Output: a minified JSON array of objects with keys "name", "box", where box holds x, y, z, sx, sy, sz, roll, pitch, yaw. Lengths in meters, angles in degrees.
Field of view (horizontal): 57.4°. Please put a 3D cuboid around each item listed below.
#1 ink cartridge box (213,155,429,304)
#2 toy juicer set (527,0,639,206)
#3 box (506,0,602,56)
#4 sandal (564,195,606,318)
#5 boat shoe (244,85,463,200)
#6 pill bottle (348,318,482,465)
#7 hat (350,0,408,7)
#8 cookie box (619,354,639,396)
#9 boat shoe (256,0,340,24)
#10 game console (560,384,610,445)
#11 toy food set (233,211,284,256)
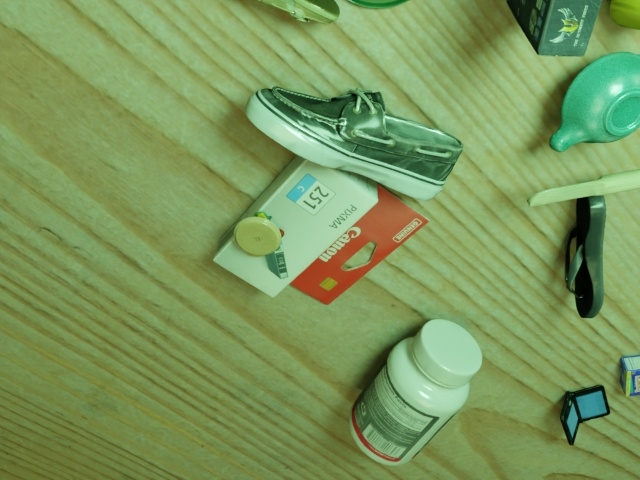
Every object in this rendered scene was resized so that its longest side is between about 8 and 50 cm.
[{"name":"ink cartridge box","box":[0.000,0.000,1.028,0.261,0.066,0.296,33,125,-20]},{"name":"toy juicer set","box":[0.440,-0.189,0.832,0.209,0.089,0.329,7,123,-18]},{"name":"box","box":[0.271,-0.348,0.640,0.059,0.183,0.233,3,131,2]},{"name":"sandal","box":[0.444,0.020,1.000,0.054,0.097,0.255,-8,118,10]},{"name":"boat shoe","box":[0.058,-0.170,0.864,0.335,0.121,0.119,16,122,-23]},{"name":"pill bottle","box":[0.194,0.310,1.200,0.176,0.176,0.318,18,129,-11]},{"name":"hat","box":[0.063,-0.338,0.662,0.173,0.184,0.208,-21,125,21]},{"name":"cookie box","box":[0.693,0.281,1.227,0.107,0.040,0.092,-11,129,14]},{"name":"boat shoe","box":[-0.049,-0.321,0.772,0.153,0.056,0.048,20,138,-10]},{"name":"game console","box":[0.596,0.394,1.312,0.071,0.107,0.122,3,136,40]},{"name":"toy food set","box":[-0.103,-0.008,0.975,0.082,0.020,0.083,-24,121,23]}]
